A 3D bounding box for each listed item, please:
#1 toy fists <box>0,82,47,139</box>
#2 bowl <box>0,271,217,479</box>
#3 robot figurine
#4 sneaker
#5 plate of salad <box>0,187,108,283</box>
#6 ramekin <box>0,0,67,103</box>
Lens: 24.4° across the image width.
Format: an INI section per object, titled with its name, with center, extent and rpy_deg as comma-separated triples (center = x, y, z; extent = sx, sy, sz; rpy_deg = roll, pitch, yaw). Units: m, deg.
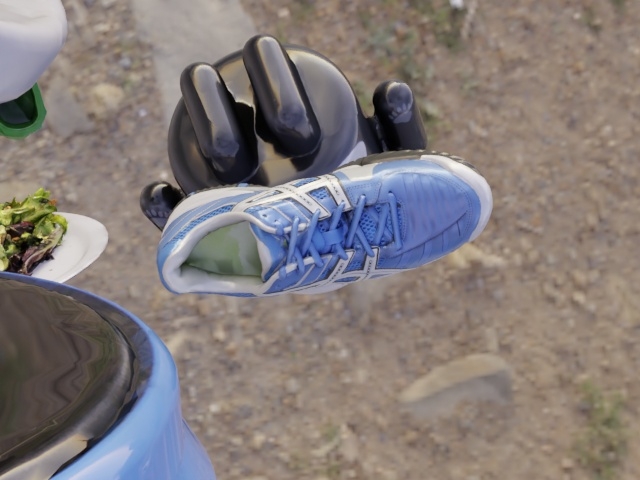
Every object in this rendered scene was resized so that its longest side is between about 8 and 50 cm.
[toy fists]
center = -0.430, -0.251, 1.826
extent = 0.096, 0.142, 0.279
rpy_deg = -28, 110, -8
[bowl]
center = -0.221, 0.082, 0.414
extent = 0.391, 0.391, 0.077
rpy_deg = -16, 107, -45
[robot figurine]
center = -0.031, -0.064, 1.295
extent = 0.278, 0.209, 0.173
rpy_deg = 57, 50, -60
[sneaker]
center = 0.000, 0.000, 0.888
extent = 0.081, 0.211, 0.080
rpy_deg = -61, 136, -68
[plate of salad]
center = -0.251, 0.010, 1.055
extent = 0.200, 0.200, 0.048
rpy_deg = -31, 120, -44
[ramekin]
center = -0.215, -0.092, 0.410
extent = 0.273, 0.273, 0.127
rpy_deg = 31, 103, -36
